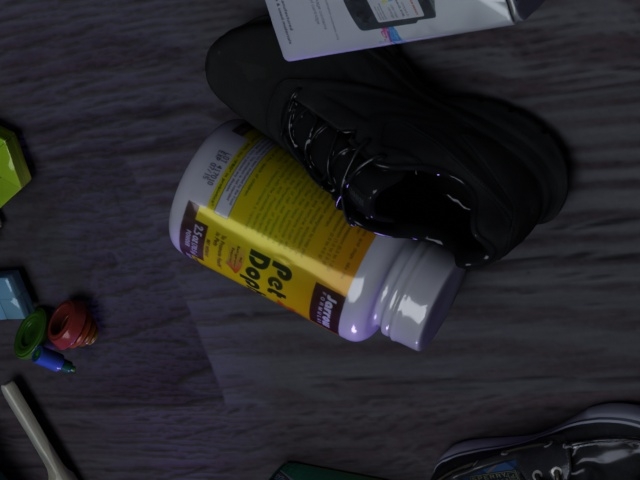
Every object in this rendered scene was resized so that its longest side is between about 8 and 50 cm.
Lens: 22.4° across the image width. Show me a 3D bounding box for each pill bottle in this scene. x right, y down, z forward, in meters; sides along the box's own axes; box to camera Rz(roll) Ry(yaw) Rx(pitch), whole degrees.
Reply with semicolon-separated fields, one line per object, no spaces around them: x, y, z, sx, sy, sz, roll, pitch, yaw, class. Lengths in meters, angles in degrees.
0.000;0.000;1.234;0.215;0.117;0.117;27;129;14;pill bottle

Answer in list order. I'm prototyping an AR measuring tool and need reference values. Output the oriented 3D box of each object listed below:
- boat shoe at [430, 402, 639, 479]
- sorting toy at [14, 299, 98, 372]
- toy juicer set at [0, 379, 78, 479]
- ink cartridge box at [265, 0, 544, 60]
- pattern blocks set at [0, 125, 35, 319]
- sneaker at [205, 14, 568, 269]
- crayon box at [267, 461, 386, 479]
0.176;0.188;1.275;0.228;0.076;0.080;-12;112;36;boat shoe
-0.240;0.092;1.488;0.042;0.061;0.102;29;149;-34;sorting toy
-0.337;0.303;1.649;0.209;0.089;0.329;47;131;-2;toy juicer set
0.067;-0.184;1.071;0.175;0.127;0.072;-5;113;32;ink cartridge box
-0.381;-0.071;1.478;0.285;0.026;0.325;7;121;28;pattern blocks set
0.033;-0.074;1.161;0.286;0.130;0.109;25;131;17;sneaker
0.082;0.301;1.401;0.278;0.081;0.165;7;122;27;crayon box
